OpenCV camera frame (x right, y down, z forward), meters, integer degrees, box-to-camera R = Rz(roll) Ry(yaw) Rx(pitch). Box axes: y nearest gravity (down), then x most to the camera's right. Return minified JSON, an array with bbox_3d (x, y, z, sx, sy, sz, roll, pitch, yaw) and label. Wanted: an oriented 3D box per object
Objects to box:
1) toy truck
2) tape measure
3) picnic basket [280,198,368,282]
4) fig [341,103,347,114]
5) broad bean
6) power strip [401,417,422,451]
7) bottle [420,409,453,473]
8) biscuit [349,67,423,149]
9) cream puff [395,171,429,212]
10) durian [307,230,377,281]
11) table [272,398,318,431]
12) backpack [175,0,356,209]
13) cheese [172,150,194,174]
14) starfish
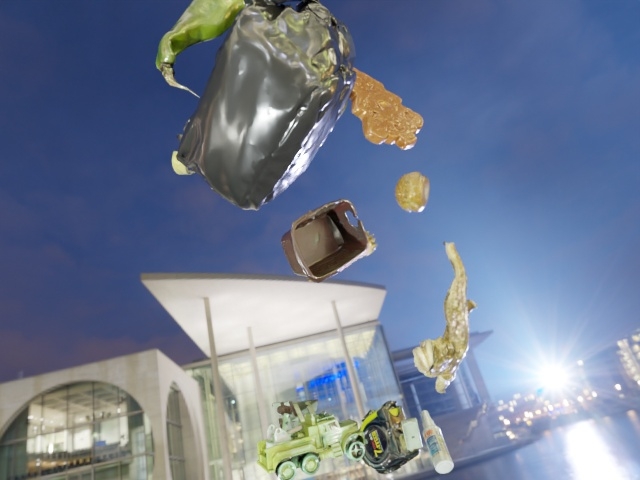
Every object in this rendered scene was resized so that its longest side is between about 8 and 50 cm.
[{"bbox_3d":[-0.019,0.487,1.165,0.260,0.135,0.128,0,-10,-24],"label":"toy truck"},{"bbox_3d":[0.211,0.642,1.532,0.112,0.199,0.186,17,-50,-38],"label":"tape measure"},{"bbox_3d":[0.000,0.000,1.557,0.297,0.222,0.129,-30,11,-37],"label":"picnic basket"},{"bbox_3d":[0.014,-0.387,1.278,0.153,0.136,0.121,-27,0,39],"label":"fig"},{"bbox_3d":[-0.191,-0.366,0.811,0.098,0.318,0.056,26,-30,-13],"label":"broad bean"},{"bbox_3d":[0.231,0.489,1.196,0.040,0.090,0.016,-13,14,4],"label":"power strip"},{"bbox_3d":[0.361,0.629,1.500,0.060,0.217,0.060,-1,-65,-3],"label":"bottle"},{"bbox_3d":[0.176,-0.395,1.419,0.284,0.306,0.043,-23,-17,-42],"label":"biscuit"},{"bbox_3d":[0.332,-0.178,1.730,0.115,0.150,0.165,3,-7,23],"label":"cream puff"},{"bbox_3d":[0.049,0.031,1.882,0.341,0.112,0.191,-29,-52,16],"label":"durian"},{"bbox_3d":[-0.069,0.620,1.628,0.175,0.146,0.062,1,-71,-21],"label":"table"},{"bbox_3d":[-0.075,-0.278,0.881,0.255,0.445,0.363,36,-59,-2],"label":"backpack"},{"bbox_3d":[-0.369,-0.197,1.283,0.060,0.041,0.084,15,-28,23],"label":"cheese"},{"bbox_3d":[0.298,0.194,1.078,0.082,0.324,0.432,9,-26,28],"label":"starfish"}]
